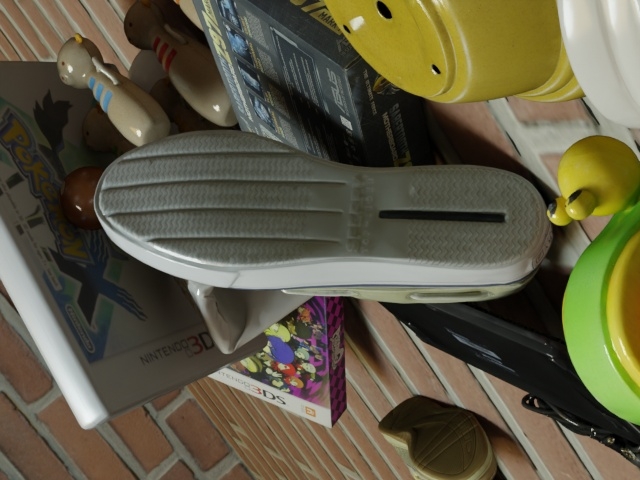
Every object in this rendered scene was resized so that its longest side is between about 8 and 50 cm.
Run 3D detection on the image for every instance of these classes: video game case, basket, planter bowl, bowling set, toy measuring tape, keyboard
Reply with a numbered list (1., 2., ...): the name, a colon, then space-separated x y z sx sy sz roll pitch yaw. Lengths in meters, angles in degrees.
1. video game case: -0.073 0.076 1.349 0.210 0.042 0.232 20 136 23
2. basket: -0.054 -0.003 1.119 0.103 0.167 0.113 48 165 32
3. video game case: -0.197 -0.015 1.145 0.329 0.036 0.300 60 -157 6
4. planter bowl: 0.059 -0.135 0.629 0.217 0.090 0.217 46 164 17
5. bowling set: -0.169 -0.119 1.095 0.154 0.200 0.287 43 156 26
6. toy measuring tape: 0.221 0.088 0.649 0.330 0.121 0.121 51 165 -3
7. keyboard: 0.148 0.090 0.947 0.201 0.033 0.317 41 172 -26

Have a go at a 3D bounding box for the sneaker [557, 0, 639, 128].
1. sneaker: 0.134 -0.157 0.394 0.152 0.114 0.305 15 147 39

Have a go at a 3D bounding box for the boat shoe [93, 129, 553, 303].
1. boat shoe: 0.000 0.000 0.850 0.302 0.109 0.094 7 152 12

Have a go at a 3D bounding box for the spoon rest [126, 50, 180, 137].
1. spoon rest: -0.141 -0.081 1.366 0.137 0.084 0.276 34 144 43

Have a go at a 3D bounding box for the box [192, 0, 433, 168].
1. box: -0.003 -0.106 0.924 0.183 0.059 0.232 38 161 32

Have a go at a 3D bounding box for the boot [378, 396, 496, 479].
1. boot: 0.151 0.250 1.290 0.165 0.077 0.213 55 169 -14
